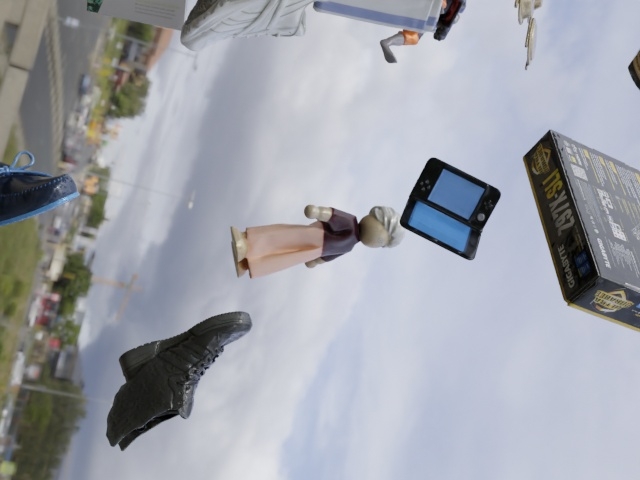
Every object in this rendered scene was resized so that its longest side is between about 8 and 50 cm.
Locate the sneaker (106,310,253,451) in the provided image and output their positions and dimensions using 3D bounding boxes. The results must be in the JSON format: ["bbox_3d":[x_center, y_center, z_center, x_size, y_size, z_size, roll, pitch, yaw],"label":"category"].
[{"bbox_3d":[-0.139,0.139,0.846,0.051,0.170,0.089,70,0,-69],"label":"sneaker"}]

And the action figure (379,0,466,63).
[{"bbox_3d":[0.276,-0.614,2.020,0.330,0.178,0.341,-58,177,-44],"label":"action figure"}]

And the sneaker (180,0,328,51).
[{"bbox_3d":[-0.075,-0.285,1.059,0.232,0.115,0.090,-22,-138,32],"label":"sneaker"}]

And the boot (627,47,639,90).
[{"bbox_3d":[0.349,-0.119,0.637,0.077,0.198,0.137,-57,175,-15],"label":"boot"}]

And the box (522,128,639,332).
[{"bbox_3d":[0.463,-0.006,1.308,0.079,0.257,0.322,-50,-150,38],"label":"box"}]

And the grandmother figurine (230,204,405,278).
[{"bbox_3d":[0.000,0.000,1.653,0.208,0.342,0.104,104,-26,-68],"label":"grandmother figurine"}]

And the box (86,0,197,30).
[{"bbox_3d":[-0.328,-0.577,1.594,0.058,0.232,0.322,-31,133,-63],"label":"box"}]

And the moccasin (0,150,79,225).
[{"bbox_3d":[-0.583,-0.085,1.502,0.138,0.342,0.116,-34,112,-61],"label":"moccasin"}]

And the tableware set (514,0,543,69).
[{"bbox_3d":[0.279,-0.321,1.115,0.168,0.020,0.141,63,39,-60],"label":"tableware set"}]

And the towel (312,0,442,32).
[{"bbox_3d":[0.115,-0.463,1.276,0.034,0.209,0.285,-107,-153,-56],"label":"towel"}]

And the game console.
[{"bbox_3d":[0.191,-0.048,1.229,0.107,0.122,0.071,-63,-179,12],"label":"game console"}]
